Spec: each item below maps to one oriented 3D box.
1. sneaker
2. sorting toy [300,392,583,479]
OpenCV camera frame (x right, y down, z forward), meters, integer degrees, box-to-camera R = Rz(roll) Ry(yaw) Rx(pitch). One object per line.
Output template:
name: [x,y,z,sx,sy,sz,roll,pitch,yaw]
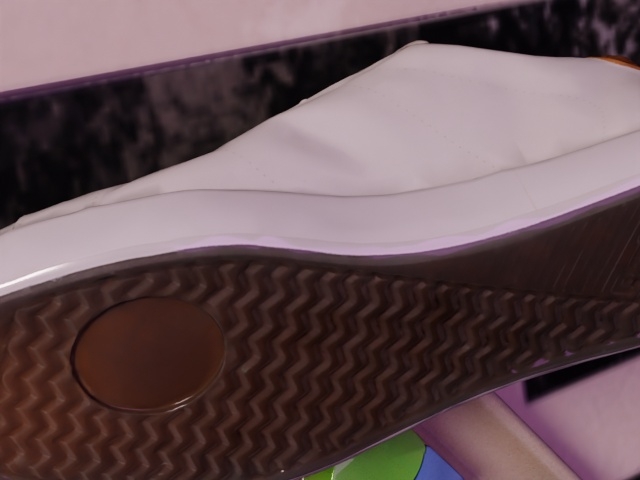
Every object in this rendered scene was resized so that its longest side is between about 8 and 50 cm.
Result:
sneaker: [0.000,0.000,0.404,0.290,0.123,0.106,-11,128,-14]
sorting toy: [0.022,0.152,0.453,0.193,0.038,0.208,44,71,-29]
